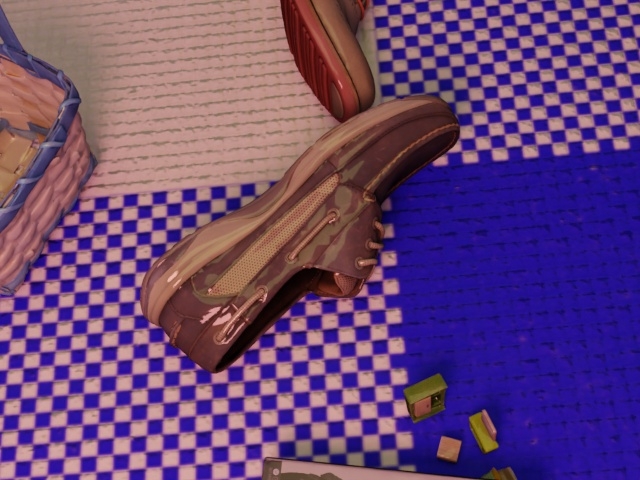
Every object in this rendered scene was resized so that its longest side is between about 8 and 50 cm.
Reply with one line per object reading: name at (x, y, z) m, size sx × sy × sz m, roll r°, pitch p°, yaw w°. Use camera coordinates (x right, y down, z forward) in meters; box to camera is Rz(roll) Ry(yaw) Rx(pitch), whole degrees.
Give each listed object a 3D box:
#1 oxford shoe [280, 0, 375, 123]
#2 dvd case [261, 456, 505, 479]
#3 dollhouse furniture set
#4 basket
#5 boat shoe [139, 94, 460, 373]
oxford shoe at (0.014, -0.283, 1.166) m, size 0.130 × 0.123 × 0.348 m, roll -14°, pitch 63°, yaw -8°
dvd case at (0.060, 0.284, 0.901) m, size 0.239 × 0.029 × 0.179 m, roll 4°, pitch 75°, yaw 7°
dollhouse furniture set at (0.126, 0.196, 0.942) m, size 0.076 × 0.058 × 0.151 m, roll -23°, pitch 63°, yaw -6°
basket at (-0.351, -0.090, 1.007) m, size 0.201 × 0.289 × 0.255 m, roll 23°, pitch 66°, yaw 16°
boat shoe at (0.000, 0.000, 1.031) m, size 0.355 × 0.132 × 0.130 m, roll -37°, pitch 75°, yaw -3°
